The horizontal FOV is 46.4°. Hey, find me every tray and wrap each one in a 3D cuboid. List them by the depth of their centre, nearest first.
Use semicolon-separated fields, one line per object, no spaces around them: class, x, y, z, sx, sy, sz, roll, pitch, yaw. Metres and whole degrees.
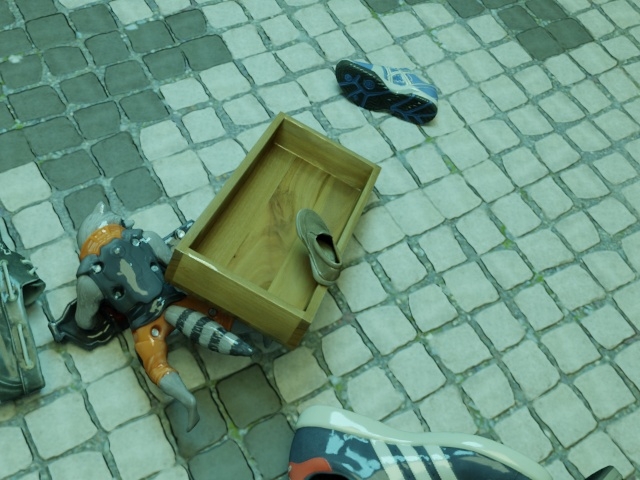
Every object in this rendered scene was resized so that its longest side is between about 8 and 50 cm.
tray;-0.054;-0.035;1.146;0.203;0.076;0.411;29;39;-1

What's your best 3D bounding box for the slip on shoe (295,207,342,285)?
slip on shoe;0.000;0.000;1.053;0.051;0.041;0.135;8;44;-24

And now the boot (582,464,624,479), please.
boot;0.323;0.476;0.832;0.284;0.138;0.377;37;62;17

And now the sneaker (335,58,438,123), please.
sneaker;0.127;-0.295;1.430;0.211;0.080;0.081;24;50;-4

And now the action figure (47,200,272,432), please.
action figure;-0.212;0.058;1.093;0.330;0.178;0.341;41;64;5

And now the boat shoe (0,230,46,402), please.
boat shoe;-0.463;0.076;1.089;0.119;0.121;0.335;-7;69;-21

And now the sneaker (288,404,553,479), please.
sneaker;0.122;0.330;0.982;0.350;0.131;0.148;7;57;16
